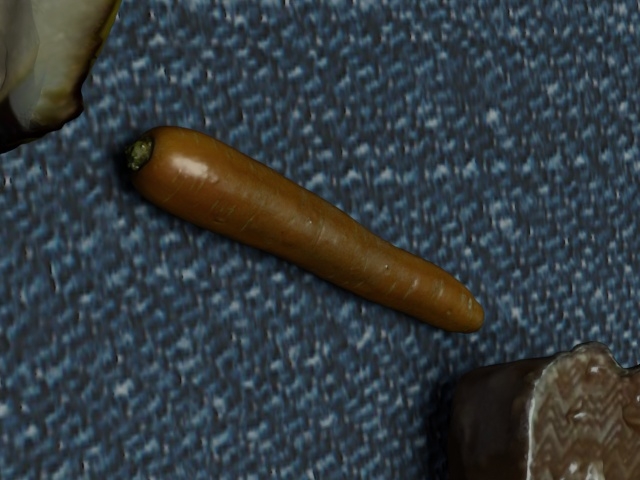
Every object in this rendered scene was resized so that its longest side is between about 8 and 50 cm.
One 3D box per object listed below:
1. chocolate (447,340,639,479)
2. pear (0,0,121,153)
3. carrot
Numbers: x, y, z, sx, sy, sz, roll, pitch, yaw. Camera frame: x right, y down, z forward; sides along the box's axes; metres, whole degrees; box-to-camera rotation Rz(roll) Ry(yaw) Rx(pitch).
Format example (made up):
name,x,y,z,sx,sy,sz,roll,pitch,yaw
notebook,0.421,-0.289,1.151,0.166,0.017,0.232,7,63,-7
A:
name,x,y,z,sx,sy,sz,roll,pitch,yaw
chocolate,0.130,0.164,1.002,0.148,0.093,0.214,12,80,-40
pear,-0.154,-0.175,0.750,0.267,0.267,0.178,67,28,-14
carrot,0.000,0.000,0.943,0.248,0.043,0.043,27,70,-38
